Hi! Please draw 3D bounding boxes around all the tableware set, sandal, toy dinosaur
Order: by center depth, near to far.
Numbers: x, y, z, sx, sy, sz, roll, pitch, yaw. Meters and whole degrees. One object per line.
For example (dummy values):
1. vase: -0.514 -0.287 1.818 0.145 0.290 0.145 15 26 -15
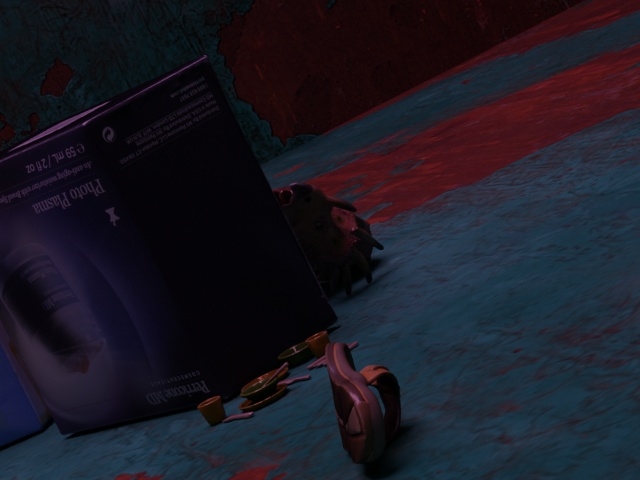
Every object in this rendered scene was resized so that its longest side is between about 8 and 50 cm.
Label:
1. sandal: 0.035 0.114 1.353 0.049 0.072 0.180 -11 8 -5
2. tableware set: -0.046 0.121 1.732 0.154 0.024 0.104 -32 9 -38
3. toy dinosaur: 0.000 0.000 2.098 0.200 0.127 0.296 -14 0 27

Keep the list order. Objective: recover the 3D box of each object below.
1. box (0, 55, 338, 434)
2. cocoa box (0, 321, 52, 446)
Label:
1. box: -0.187 0.014 1.903 0.296 0.294 0.183 -18 13 49
2. cocoa box: -0.451 0.072 2.186 0.231 0.347 0.228 -23 8 14
